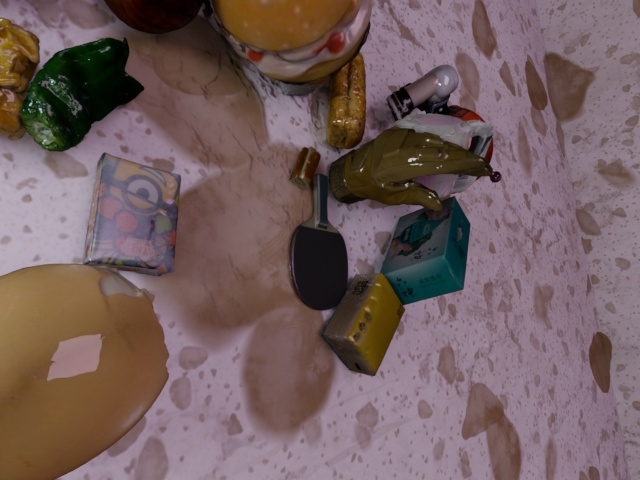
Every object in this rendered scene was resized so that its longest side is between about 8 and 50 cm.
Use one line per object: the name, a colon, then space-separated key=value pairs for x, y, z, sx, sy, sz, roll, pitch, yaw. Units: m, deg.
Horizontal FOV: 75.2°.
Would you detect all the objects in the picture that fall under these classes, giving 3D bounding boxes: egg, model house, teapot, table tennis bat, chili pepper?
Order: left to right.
egg: x=-0.276 y=0.132 z=0.404 sx=0.244 sy=0.201 sz=0.201 roll=-39 pitch=106 yaw=-34
chili pepper: x=-0.295 y=-0.203 z=0.539 sx=0.224 sy=0.061 sz=0.098 roll=-75 pitch=154 yaw=-45
model house: x=-0.031 y=-0.359 z=0.832 sx=0.088 sy=0.100 sz=0.101 roll=-22 pitch=94 yaw=-44
table tennis bat: x=0.000 y=0.000 z=0.823 sx=0.154 sy=0.021 sz=0.274 roll=11 pitch=74 yaw=-43
teapot: x=0.256 y=-0.188 z=0.934 sx=0.221 sy=0.163 sz=0.178 roll=-24 pitch=128 yaw=-38

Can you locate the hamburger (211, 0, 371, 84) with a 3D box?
hamburger: x=-0.060 y=-0.414 z=0.668 sx=0.237 sy=0.276 sz=0.276 roll=9 pitch=69 yaw=-77

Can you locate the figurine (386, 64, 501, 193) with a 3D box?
figurine: x=0.326 y=-0.274 z=1.076 sx=0.320 sy=0.196 sz=0.323 roll=-41 pitch=108 yaw=-36

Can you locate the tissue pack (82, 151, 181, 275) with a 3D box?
tissue pack: x=-0.253 y=-0.031 z=0.565 sx=0.108 sy=0.060 sz=0.148 roll=13 pitch=69 yaw=-39

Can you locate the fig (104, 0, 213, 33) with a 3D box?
fig: x=-0.231 y=-0.385 z=0.616 sx=0.202 sy=0.148 sz=0.149 roll=1 pitch=59 yaw=-34

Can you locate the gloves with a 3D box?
gloves: x=0.152 y=-0.139 z=0.787 sx=0.154 sy=0.331 sz=0.141 roll=-45 pitch=118 yaw=-34

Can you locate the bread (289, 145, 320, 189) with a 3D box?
bread: x=-0.028 y=-0.144 z=0.823 sx=0.047 sy=0.036 sz=0.083 roll=36 pitch=59 yaw=-33

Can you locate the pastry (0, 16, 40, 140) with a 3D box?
pastry: x=-0.430 y=-0.194 z=0.412 sx=0.250 sy=0.102 sz=0.154 roll=3 pitch=88 yaw=-45

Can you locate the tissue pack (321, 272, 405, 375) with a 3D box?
tissue pack: x=0.091 y=0.161 z=0.818 sx=0.120 sy=0.082 sz=0.169 roll=56 pitch=49 yaw=-25

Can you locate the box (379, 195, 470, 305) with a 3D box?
box: x=0.237 y=0.018 z=0.917 sx=0.092 sy=0.153 sz=0.245 roll=55 pitch=36 yaw=-19

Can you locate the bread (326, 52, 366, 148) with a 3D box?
bread: x=0.057 y=-0.304 z=0.891 sx=0.083 sy=0.114 sz=0.211 roll=2 pitch=73 yaw=-1
